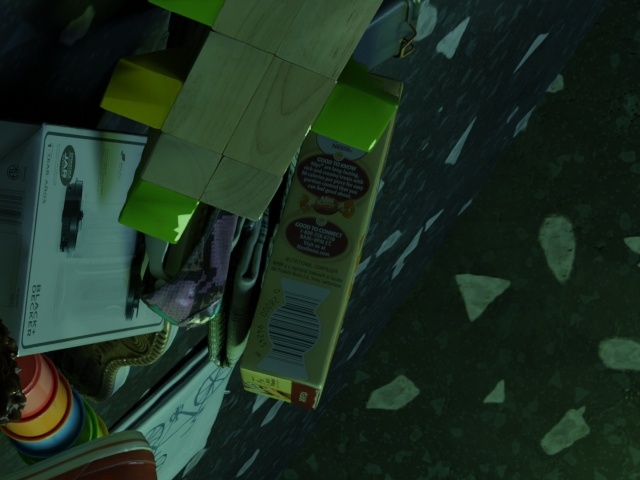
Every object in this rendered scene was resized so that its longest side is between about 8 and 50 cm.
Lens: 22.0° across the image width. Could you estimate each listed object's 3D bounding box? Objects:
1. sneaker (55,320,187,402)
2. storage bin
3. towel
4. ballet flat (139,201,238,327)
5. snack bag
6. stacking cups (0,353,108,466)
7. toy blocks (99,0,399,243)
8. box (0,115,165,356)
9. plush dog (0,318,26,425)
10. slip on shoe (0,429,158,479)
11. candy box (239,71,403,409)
[{"bbox_3d":[-0.168,0.059,1.652,0.153,0.099,0.282,-43,179,-30],"label":"sneaker"},{"bbox_3d":[0.045,-0.225,1.749,0.091,0.098,0.135,-38,164,-17],"label":"storage bin"},{"bbox_3d":[-0.048,-0.055,1.703,0.324,0.056,0.312,97,11,-65],"label":"towel"},{"bbox_3d":[-0.101,-0.041,1.337,0.079,0.077,0.222,29,66,-45],"label":"ballet flat"},{"bbox_3d":[-0.234,0.289,2.277,0.323,0.037,0.342,-44,164,-35],"label":"snack bag"},{"bbox_3d":[-0.275,0.175,1.637,0.096,0.096,0.316,-50,168,-14],"label":"stacking cups"},{"bbox_3d":[-0.026,-0.211,1.220,0.261,0.190,0.381,-86,-158,-49],"label":"toy blocks"},{"bbox_3d":[-0.200,-0.007,1.270,0.290,0.087,0.169,-6,104,-74],"label":"box"},{"bbox_3d":[-0.310,0.067,1.001,0.225,0.262,0.210,-43,-159,-2],"label":"plush dog"},{"bbox_3d":[-0.311,0.302,1.657,0.331,0.101,0.123,-25,159,0],"label":"slip on shoe"},{"bbox_3d":[0.000,0.000,1.658,0.183,0.087,0.317,101,5,-78],"label":"candy box"}]
